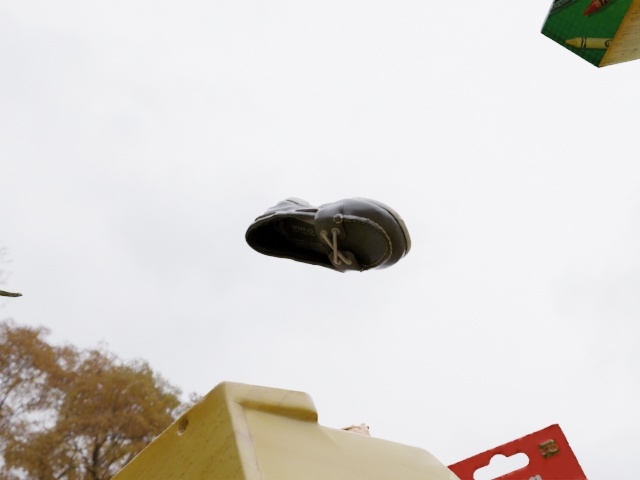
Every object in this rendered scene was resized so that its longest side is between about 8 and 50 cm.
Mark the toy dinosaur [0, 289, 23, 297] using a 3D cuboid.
[{"bbox_3d":[-0.611,0.114,1.163,0.268,0.118,0.064,-24,-111,10],"label":"toy dinosaur"}]

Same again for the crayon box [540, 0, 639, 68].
[{"bbox_3d":[0.366,-0.284,0.777,0.081,0.278,0.165,45,-45,31],"label":"crayon box"}]

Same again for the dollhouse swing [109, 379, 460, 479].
[{"bbox_3d":[-0.017,0.363,0.719,0.315,0.347,0.305,-42,-52,13],"label":"dollhouse swing"}]

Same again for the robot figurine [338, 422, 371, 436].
[{"bbox_3d":[0.010,0.314,0.932,0.210,0.291,0.085,-2,-79,-4],"label":"robot figurine"}]

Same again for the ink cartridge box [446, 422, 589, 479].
[{"bbox_3d":[0.246,0.343,0.875,0.189,0.232,0.066,-22,-32,2],"label":"ink cartridge box"}]

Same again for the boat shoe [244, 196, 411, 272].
[{"bbox_3d":[0.000,0.000,1.094,0.095,0.335,0.112,-32,-70,-25],"label":"boat shoe"}]
